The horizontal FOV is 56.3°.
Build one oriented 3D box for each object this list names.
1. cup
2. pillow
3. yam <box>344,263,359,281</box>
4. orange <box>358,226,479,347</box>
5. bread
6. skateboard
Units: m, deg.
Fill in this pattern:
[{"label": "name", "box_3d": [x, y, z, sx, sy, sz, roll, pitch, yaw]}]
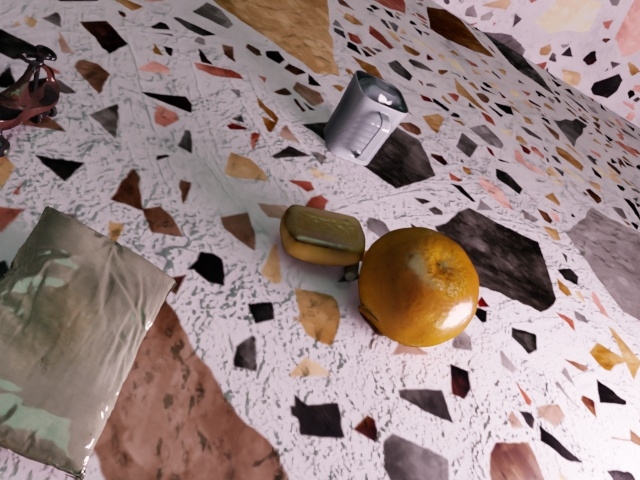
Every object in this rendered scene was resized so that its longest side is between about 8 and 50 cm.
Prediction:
[{"label": "cup", "box_3d": [0.077, -0.194, 0.990, 0.095, 0.129, 0.128, 15, 41, -25]}, {"label": "pillow", "box_3d": [-0.225, 0.076, 0.514, 0.148, 0.050, 0.229, 23, 40, -9]}, {"label": "yam", "box_3d": [0.046, 0.012, 0.826, 0.021, 0.021, 0.116, 26, 38, -12]}, {"label": "orange", "box_3d": [0.119, 0.059, 0.751, 0.155, 0.134, 0.154, 8, 64, -17]}, {"label": "bread", "box_3d": [0.000, 0.000, 0.773, 0.115, 0.056, 0.082, 9, 45, -21]}, {"label": "skateboard", "box_3d": [-0.339, -0.163, 0.664, 0.067, 0.080, 0.151, 25, 34, -4]}]
